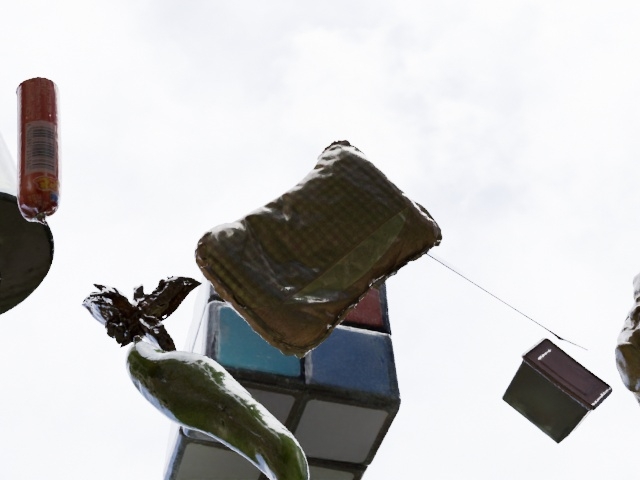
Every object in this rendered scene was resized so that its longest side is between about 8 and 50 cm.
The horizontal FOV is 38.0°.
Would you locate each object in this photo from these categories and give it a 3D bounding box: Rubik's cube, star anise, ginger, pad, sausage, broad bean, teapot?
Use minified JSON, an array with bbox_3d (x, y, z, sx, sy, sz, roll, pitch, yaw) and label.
[{"bbox_3d":[-0.071,0.233,1.532,0.316,0.318,0.313,11,-53,-12],"label":"Rubik's cube"},{"bbox_3d":[-0.234,0.070,1.148,0.158,0.140,0.144,-5,-50,0],"label":"star anise"},{"bbox_3d":[0.321,0.045,0.810,0.122,0.084,0.290,45,-132,-14],"label":"ginger"},{"bbox_3d":[0.257,0.078,1.406,0.005,0.299,0.202,-59,-28,4],"label":"pad"},{"bbox_3d":[-0.209,-0.064,0.692,0.034,0.129,0.034,-9,-34,-6],"label":"sausage"},{"bbox_3d":[-0.100,0.184,0.965,0.067,0.325,0.075,26,-85,-55],"label":"broad bean"},{"bbox_3d":[-0.414,-0.084,1.006,0.200,0.337,0.270,-8,-46,-31],"label":"teapot"}]

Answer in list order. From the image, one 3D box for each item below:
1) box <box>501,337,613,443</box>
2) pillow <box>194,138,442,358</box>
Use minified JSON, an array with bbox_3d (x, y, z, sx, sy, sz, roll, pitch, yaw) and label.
[{"bbox_3d":[0.228,0.149,0.909,0.060,0.084,0.063,-20,-39,-53],"label":"box"},{"bbox_3d":[0.002,0.002,0.776,0.135,0.034,0.211,45,-125,10],"label":"pillow"}]
